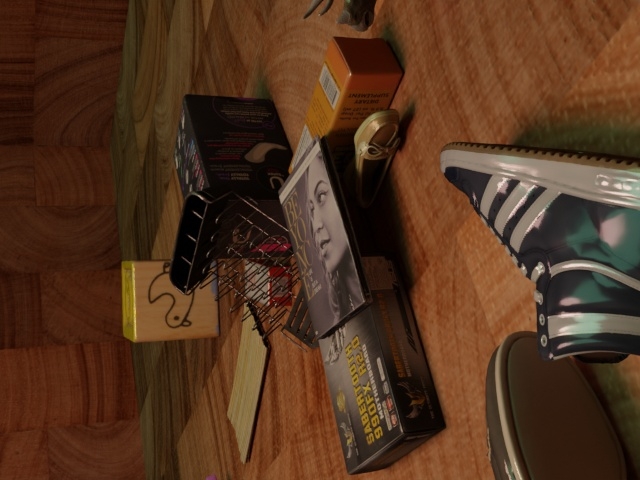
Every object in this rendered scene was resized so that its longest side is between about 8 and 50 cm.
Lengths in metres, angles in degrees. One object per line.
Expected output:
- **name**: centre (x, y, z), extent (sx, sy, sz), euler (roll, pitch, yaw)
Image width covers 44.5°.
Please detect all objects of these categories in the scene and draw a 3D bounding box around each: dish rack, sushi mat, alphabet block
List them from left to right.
- **alphabet block**: centre (-0.359, 0.137, 1.851), extent (0.193, 0.197, 0.192), euler (170, 97, -68)
- **sushi mat**: centre (-0.149, 0.287, 1.575), extent (0.151, 0.019, 0.316), euler (-122, 37, -50)
- **dish rack**: centre (-0.091, 0.053, 1.159), extent (0.271, 0.074, 0.208), euler (35, 135, 14)

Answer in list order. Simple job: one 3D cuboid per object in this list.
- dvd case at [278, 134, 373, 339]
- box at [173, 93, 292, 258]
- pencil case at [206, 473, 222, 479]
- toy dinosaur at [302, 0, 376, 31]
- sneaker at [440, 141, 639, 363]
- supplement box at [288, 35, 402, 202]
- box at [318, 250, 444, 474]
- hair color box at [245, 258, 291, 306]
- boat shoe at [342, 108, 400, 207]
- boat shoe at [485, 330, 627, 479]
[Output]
- **dvd case**: centre (0.000, 0.000, 1.002), extent (0.164, 0.018, 0.221), euler (132, 128, -60)
- **box**: centre (-0.145, -0.110, 1.337), extent (0.143, 0.165, 0.270), euler (110, 150, -42)
- **pencil case**: centre (-0.206, 0.594, 1.644), extent (0.206, 0.086, 0.088), euler (-135, 28, -59)
- **toy dinosaur**: centre (0.045, -0.378, 0.850), extent (0.121, 0.160, 0.313), euler (123, 139, -54)
- **sneaker**: centre (0.180, 0.004, 0.622), extent (0.282, 0.099, 0.153), euler (-156, 68, -63)
- **supplement box**: centre (0.027, -0.150, 1.024), extent (0.233, 0.078, 0.080), euler (113, 144, -47)
- **box**: centre (0.063, 0.155, 0.981), extent (0.183, 0.056, 0.231), euler (123, 140, -54)
- **hair color box**: centre (-0.095, 0.073, 1.390), extent (0.141, 0.043, 0.072), euler (-167, 77, -67)
- **boat shoe**: centre (0.067, -0.101, 0.962), extent (0.048, 0.056, 0.153), euler (66, 152, 26)
- **boat shoe**: centre (0.190, 0.236, 0.595), extent (0.095, 0.112, 0.335), euler (-55, 45, 49)
